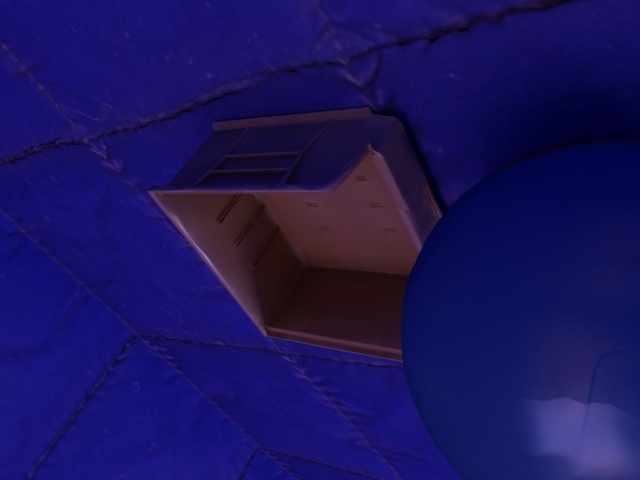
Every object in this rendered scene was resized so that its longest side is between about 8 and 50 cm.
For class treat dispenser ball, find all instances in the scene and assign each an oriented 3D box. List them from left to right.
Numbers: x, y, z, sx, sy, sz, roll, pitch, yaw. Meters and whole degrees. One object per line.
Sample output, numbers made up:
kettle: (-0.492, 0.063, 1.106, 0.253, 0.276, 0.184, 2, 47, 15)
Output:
treat dispenser ball: (0.204, 0.070, 0.477, 0.288, 0.288, 0.288, 22, 148, 15)

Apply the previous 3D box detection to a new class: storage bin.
storage bin: (0.000, 0.000, 0.713, 0.260, 0.123, 0.262, 4, 139, 38)
